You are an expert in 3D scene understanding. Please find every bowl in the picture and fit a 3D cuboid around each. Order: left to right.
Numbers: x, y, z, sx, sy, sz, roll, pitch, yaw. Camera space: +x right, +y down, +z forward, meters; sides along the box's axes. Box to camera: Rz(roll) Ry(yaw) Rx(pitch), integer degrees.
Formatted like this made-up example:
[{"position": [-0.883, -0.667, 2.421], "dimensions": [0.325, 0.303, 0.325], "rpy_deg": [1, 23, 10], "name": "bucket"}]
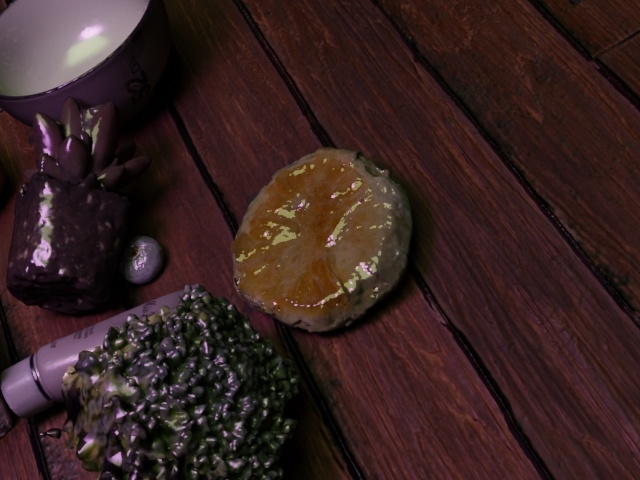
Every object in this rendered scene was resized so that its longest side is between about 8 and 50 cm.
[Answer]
[{"position": [-0.405, -0.310, 1.837], "dimensions": [0.353, 0.185, 0.354], "rpy_deg": [-14, 47, 15], "name": "bowl"}]

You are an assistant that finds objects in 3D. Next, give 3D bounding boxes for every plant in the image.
[{"position": [-0.391, -0.058, 1.642], "dimensions": [0.181, 0.194, 0.321], "rpy_deg": [-30, 47, 47], "name": "plant"}]

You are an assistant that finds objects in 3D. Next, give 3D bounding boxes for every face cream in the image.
[{"position": [-0.314, 0.159, 1.544], "dimensions": [0.314, 0.089, 0.143], "rpy_deg": [-26, 16, 1], "name": "face cream"}]

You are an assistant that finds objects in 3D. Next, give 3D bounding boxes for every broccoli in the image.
[{"position": [-0.198, 0.223, 1.350], "dimensions": [0.281, 0.293, 0.348], "rpy_deg": [-48, 26, 37], "name": "broccoli"}]

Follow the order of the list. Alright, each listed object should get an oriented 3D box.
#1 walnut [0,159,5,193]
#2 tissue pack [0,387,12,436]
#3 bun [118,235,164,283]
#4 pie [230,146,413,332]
[{"position": [-0.661, -0.116, 1.829], "dimensions": [0.225, 0.193, 0.193], "rpy_deg": [26, 70, 36], "name": "walnut"}, {"position": [-0.566, 0.180, 1.568], "dimensions": [0.124, 0.185, 0.225], "rpy_deg": [-27, 48, -20], "name": "tissue pack"}, {"position": [-0.283, 0.028, 1.648], "dimensions": [0.083, 0.045, 0.083], "rpy_deg": [-13, 55, 20], "name": "bun"}, {"position": [0.000, 0.000, 1.527], "dimensions": [0.306, 0.071, 0.306], "rpy_deg": [-14, 53, 19], "name": "pie"}]
